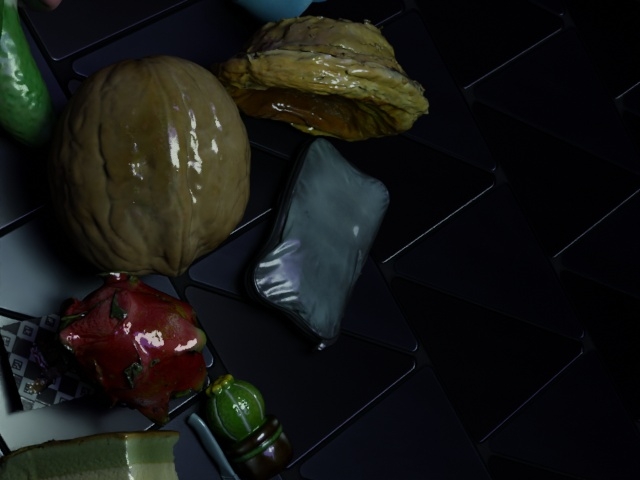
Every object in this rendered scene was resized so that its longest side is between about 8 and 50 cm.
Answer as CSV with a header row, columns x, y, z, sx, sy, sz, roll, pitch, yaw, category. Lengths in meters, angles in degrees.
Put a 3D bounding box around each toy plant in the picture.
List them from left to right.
x,y,z,sx,sy,sz,roll,pitch,yaw,category
-0.438,-0.346,1.801,0.317,0.210,0.356,26,78,-29,toy plant
-0.111,0.274,1.942,0.093,0.093,0.162,-36,100,-35,toy plant

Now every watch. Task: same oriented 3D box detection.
x,y,z,sx,sy,sz,roll,pitch,yaw,category
-0.050,-0.437,2.092,0.211,0.211,0.193,37,43,-22,watch

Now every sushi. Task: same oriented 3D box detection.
x,y,z,sx,sy,sz,roll,pitch,yaw,category
-0.380,0.167,1.823,0.120,0.026,0.126,-11,78,-38,sushi

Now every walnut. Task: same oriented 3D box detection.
x,y,z,sx,sy,sz,roll,pitch,yaw,category
-0.238,-0.101,1.845,0.277,0.252,0.313,-19,102,-47,walnut

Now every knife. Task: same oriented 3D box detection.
x,y,z,sx,sy,sz,roll,pitch,yaw,category
-0.138,0.345,1.946,0.210,0.028,0.015,60,23,-8,knife

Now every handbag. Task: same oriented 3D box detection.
x,y,z,sx,sy,sz,roll,pitch,yaw,category
-0.001,0.002,2.099,0.191,0.075,0.332,37,58,-26,handbag

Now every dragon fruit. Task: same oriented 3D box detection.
x,y,z,sx,sy,sz,roll,pitch,yaw,category
-0.259,0.160,1.809,0.200,0.269,0.198,-8,60,-9,dragon fruit

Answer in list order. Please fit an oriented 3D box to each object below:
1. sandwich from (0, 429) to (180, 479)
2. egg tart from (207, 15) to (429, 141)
x,y,z,sx,sy,sz,roll,pitch,yaw,category
-0.310,0.322,1.789,0.186,0.220,0.108,22,58,-69,sandwich
0.002,-0.255,1.994,0.352,0.352,0.150,12,80,-32,egg tart
